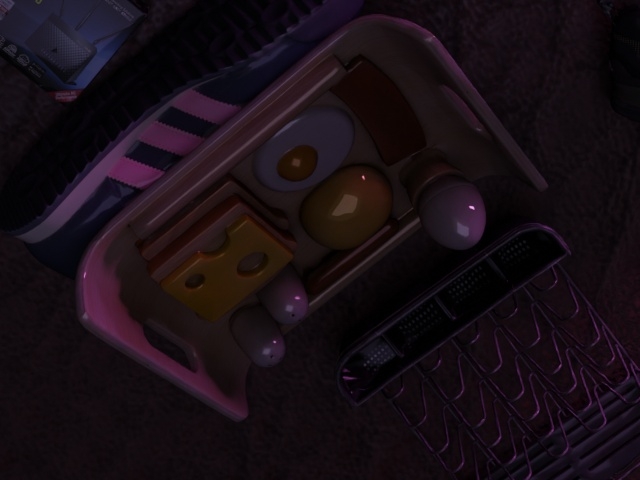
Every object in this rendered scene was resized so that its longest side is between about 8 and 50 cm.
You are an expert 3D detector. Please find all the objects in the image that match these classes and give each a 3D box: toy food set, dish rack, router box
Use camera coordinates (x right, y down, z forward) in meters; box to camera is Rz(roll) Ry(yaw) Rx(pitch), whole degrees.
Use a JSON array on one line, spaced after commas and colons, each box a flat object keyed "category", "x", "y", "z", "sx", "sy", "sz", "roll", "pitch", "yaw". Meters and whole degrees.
[{"category": "toy food set", "x": 0.000, "y": 0.000, "z": 0.970, "sx": 0.306, "sy": 0.092, "sz": 0.220, "roll": -39, "pitch": 142, "yaw": 8}, {"category": "dish rack", "x": 0.160, "y": 0.125, "z": 1.100, "sx": 0.208, "sy": 0.074, "sz": 0.271, "roll": -36, "pitch": 111, "yaw": 9}, {"category": "router box", "x": -0.197, "y": -0.168, "z": 0.963, "sx": 0.122, "sy": 0.038, "sz": 0.092, "roll": 38, "pitch": 102, "yaw": -18}]

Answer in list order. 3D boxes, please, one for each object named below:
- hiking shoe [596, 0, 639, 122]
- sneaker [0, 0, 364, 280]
[{"category": "hiking shoe", "x": 0.322, "y": -0.162, "z": 1.000, "sx": 0.227, "sy": 0.086, "sz": 0.114, "roll": -16, "pitch": 115, "yaw": 1}, {"category": "sneaker", "x": -0.080, "y": -0.082, "z": 0.989, "sx": 0.319, "sy": 0.112, "sz": 0.131, "roll": -36, "pitch": 128, "yaw": 11}]
